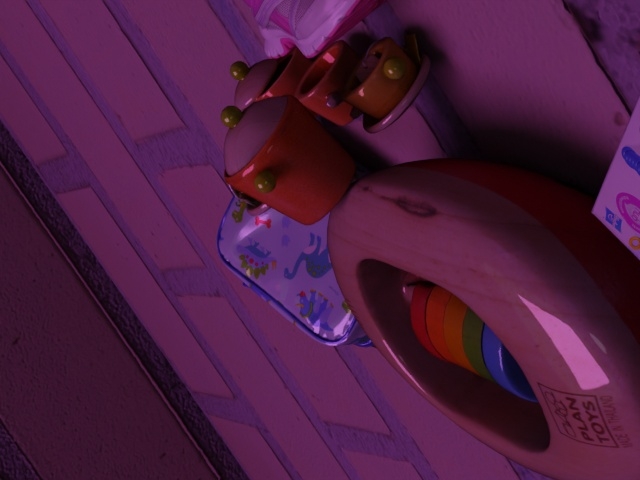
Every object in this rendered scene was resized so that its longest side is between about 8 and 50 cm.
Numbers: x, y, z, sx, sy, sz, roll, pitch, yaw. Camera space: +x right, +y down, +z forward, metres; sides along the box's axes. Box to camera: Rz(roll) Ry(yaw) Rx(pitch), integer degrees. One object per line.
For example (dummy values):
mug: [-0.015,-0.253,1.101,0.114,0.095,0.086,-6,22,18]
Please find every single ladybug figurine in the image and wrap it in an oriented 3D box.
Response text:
ladybug figurine: [0.175,0.055,1.481,0.449,0.162,0.305,26,148,56]

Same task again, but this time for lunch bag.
lunch bag: [0.000,0.000,1.801,0.219,0.176,0.090,37,-160,33]

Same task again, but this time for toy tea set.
toy tea set: [-0.038,-0.125,1.604,0.124,0.200,0.336,37,172,-17]

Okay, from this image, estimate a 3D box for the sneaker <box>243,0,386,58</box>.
sneaker: [-0.017,-0.230,1.518,0.111,0.103,0.252,56,161,-14]

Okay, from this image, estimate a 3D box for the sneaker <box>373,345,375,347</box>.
sneaker: [0.081,0.102,1.908,0.124,0.107,0.283,54,163,-23]

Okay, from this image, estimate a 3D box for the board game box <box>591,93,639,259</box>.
board game box: [0.333,-0.004,1.099,0.302,0.086,0.308,47,161,18]
